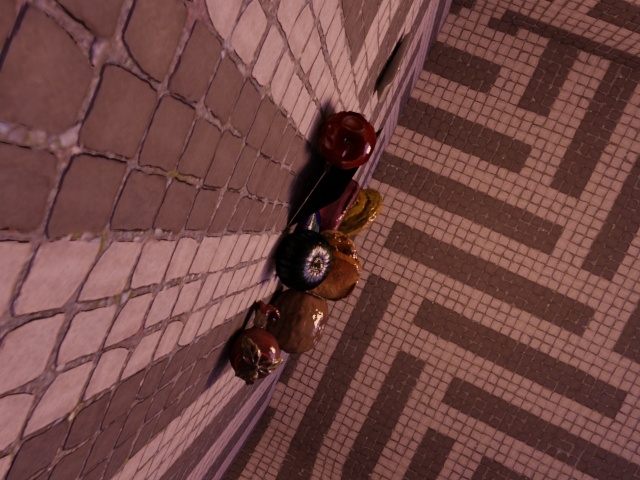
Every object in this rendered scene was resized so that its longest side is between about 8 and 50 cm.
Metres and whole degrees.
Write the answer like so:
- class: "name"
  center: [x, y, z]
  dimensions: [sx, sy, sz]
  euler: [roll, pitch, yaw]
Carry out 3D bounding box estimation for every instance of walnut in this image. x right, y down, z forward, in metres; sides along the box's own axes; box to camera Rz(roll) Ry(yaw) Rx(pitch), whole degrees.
- class: "walnut"
  center: [-0.090, 0.303, 1.576]
  dimensions: [0.273, 0.227, 0.273]
  euler: [19, 90, -84]

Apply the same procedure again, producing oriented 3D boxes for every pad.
- class: "pad"
  center: [0.049, -0.195, 1.254]
  dimensions: [0.248, 0.007, 0.367]
  euler: [-26, -154, 46]

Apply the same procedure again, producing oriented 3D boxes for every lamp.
- class: "lamp"
  center: [-0.198, 0.312, 1.228]
  dimensions: [0.215, 0.151, 0.223]
  euler: [-61, -143, 18]

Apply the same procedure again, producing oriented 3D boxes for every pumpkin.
- class: "pumpkin"
  center: [-0.047, 0.063, 1.261]
  dimensions: [0.202, 0.140, 0.201]
  euler: [-23, 124, -40]

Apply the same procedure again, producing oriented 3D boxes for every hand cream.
- class: "hand cream"
  center: [0.074, -0.329, 1.340]
  dimensions: [0.257, 0.050, 0.084]
  euler: [-56, 169, -18]

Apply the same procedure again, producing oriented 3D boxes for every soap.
- class: "soap"
  center: [0.056, -0.126, 1.633]
  dimensions: [0.182, 0.112, 0.289]
  euler: [97, 19, -67]

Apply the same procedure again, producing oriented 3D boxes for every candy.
- class: "candy"
  center: [-0.068, 0.012, 1.397]
  dimensions: [0.275, 0.070, 0.145]
  euler: [-59, 164, -16]

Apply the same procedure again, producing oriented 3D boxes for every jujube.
- class: "jujube"
  center: [0.075, -0.274, 1.116]
  dimensions: [0.230, 0.155, 0.155]
  euler: [-56, 170, -76]

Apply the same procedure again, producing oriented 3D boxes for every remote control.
- class: "remote control"
  center: [0.295, -0.709, 1.661]
  dimensions: [0.109, 0.055, 0.312]
  euler: [113, 0, -69]

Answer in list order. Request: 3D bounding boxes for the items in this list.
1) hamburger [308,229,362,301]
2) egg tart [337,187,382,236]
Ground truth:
- class: "hamburger"
  center: [0.033, 0.101, 1.522]
  dimensions: [0.211, 0.245, 0.260]
  euler: [-98, 166, -50]
- class: "egg tart"
  center: [0.138, -0.148, 1.841]
  dimensions: [0.123, 0.294, 0.294]
  euler: [51, 55, -35]
